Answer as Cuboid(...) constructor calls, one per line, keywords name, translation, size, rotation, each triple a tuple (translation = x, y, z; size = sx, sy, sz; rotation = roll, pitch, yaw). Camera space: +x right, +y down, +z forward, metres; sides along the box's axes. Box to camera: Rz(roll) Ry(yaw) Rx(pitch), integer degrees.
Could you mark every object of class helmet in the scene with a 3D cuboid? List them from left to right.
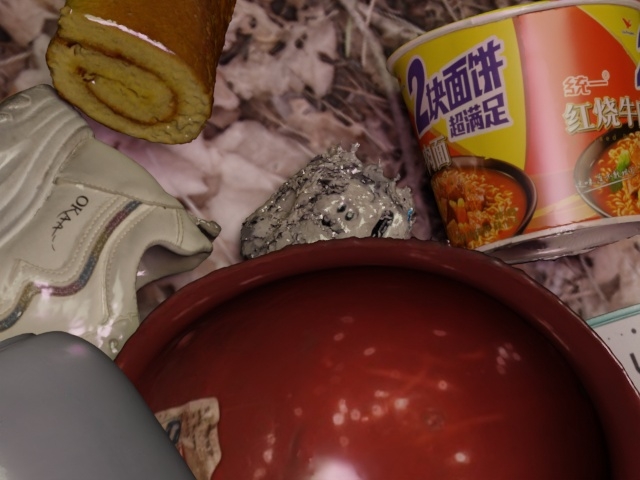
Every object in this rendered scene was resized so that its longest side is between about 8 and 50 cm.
Cuboid(name="helmet", translation=(0.054, 0.147, 1.159), size=(0.385, 0.230, 0.337), rotation=(-28, 89, 20))

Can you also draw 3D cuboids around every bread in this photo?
Cuboid(name="bread", translation=(-0.132, -0.159, 1.279), size=(0.132, 0.103, 0.172), rotation=(25, 35, -14))

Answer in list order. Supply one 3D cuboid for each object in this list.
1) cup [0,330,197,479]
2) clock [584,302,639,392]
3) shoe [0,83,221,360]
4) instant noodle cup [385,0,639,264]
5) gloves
Cuboid(name="cup", translation=(-0.211, 0.236, 1.029), size=(0.274, 0.357, 0.259), rotation=(60, 33, 3))
Cuboid(name="clock", translation=(0.258, 0.184, 1.309), size=(0.231, 0.116, 0.262), rotation=(-15, 77, -26))
Cuboid(name="shoe", translation=(-0.207, 0.064, 1.190), size=(0.211, 0.132, 0.342), rotation=(32, 62, -1))
Cuboid(name="instant noodle cup", translation=(0.169, -0.077, 1.327), size=(0.213, 0.213, 0.174), rotation=(-9, 82, -20))
Cuboid(name="gloves", translation=(0.002, -0.001, 1.310), size=(0.114, 0.070, 0.153), rotation=(37, 67, -2))
